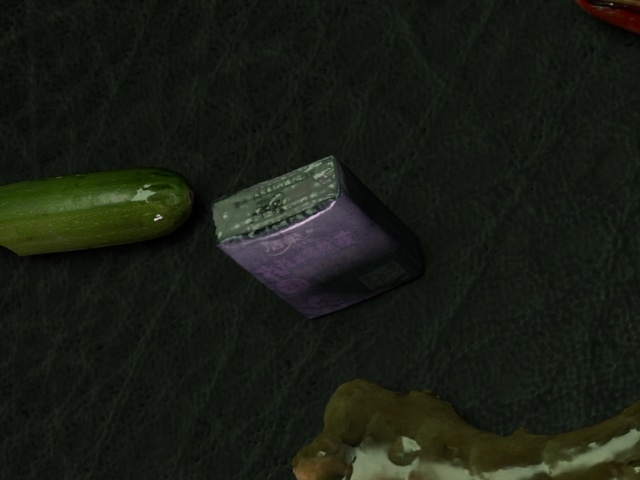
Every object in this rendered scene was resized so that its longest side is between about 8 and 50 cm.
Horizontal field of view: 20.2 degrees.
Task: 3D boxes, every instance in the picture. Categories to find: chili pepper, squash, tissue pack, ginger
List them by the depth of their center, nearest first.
[{"bbox_3d":[0.124,0.155,1.340,0.294,0.086,0.131,-9,55,15],"label":"ginger"},{"bbox_3d":[0.307,-0.164,1.383,0.268,0.050,0.059,13,56,32],"label":"chili pepper"},{"bbox_3d":[0.000,0.000,1.413,0.112,0.156,0.051,-22,58,19],"label":"tissue pack"},{"bbox_3d":[-0.219,-0.025,1.589,0.239,0.069,0.069,-5,68,25],"label":"squash"}]
